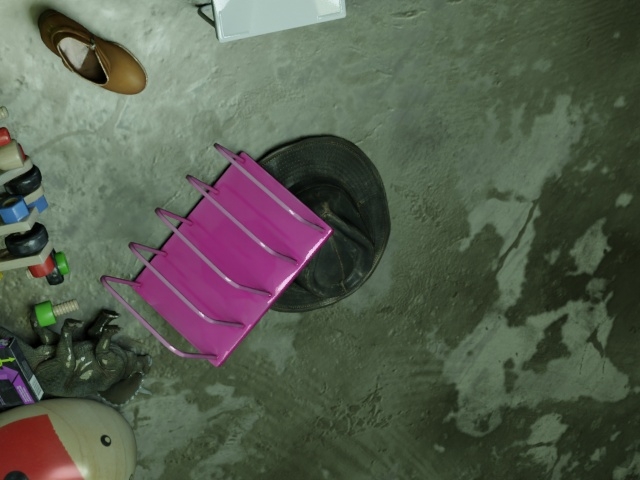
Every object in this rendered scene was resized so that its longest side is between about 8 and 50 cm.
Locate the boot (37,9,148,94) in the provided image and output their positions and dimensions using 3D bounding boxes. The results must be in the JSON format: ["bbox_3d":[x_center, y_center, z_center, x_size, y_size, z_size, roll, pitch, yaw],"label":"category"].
[{"bbox_3d":[-0.319,-0.251,1.658,0.197,0.152,0.073,30,99,-32],"label":"boot"}]

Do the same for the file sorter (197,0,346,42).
[{"bbox_3d":[-0.096,-0.455,1.649,0.193,0.173,0.278,-15,118,-16],"label":"file sorter"}]

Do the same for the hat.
[{"bbox_3d":[0.000,0.000,1.933,0.331,0.134,0.331,-10,117,-19],"label":"hat"}]

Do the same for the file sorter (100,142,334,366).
[{"bbox_3d":[-0.165,0.020,1.787,0.291,0.202,0.182,-50,164,4],"label":"file sorter"}]

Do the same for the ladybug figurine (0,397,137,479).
[{"bbox_3d":[-0.502,0.443,1.901,0.449,0.162,0.305,-32,123,-7],"label":"ladybug figurine"}]

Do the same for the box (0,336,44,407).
[{"bbox_3d":[-0.532,0.215,1.815,0.162,0.029,0.116,-10,122,17],"label":"box"}]

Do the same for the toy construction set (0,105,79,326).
[{"bbox_3d":[-0.509,-0.036,1.609,0.237,0.257,0.309,-17,146,-7],"label":"toy construction set"}]

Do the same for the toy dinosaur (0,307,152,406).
[{"bbox_3d":[-0.399,0.196,1.856,0.313,0.121,0.160,3,106,-28],"label":"toy dinosaur"}]
